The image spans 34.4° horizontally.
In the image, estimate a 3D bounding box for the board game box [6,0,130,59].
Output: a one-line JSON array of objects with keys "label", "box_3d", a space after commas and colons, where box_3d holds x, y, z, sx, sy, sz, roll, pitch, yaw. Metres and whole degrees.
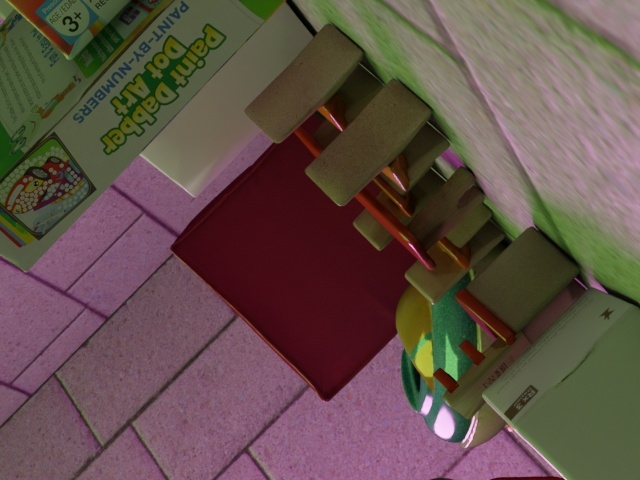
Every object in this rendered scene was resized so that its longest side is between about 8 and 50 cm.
[{"label": "board game box", "box_3d": [-0.196, -0.255, 0.552, 0.275, 0.142, 0.144, 44, -178, -33]}]

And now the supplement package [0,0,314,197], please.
[{"label": "supplement package", "box_3d": [-0.165, -0.211, 0.909, 0.293, 0.177, 0.175, 47, -177, 37]}]

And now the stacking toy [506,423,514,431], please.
[{"label": "stacking toy", "box_3d": [0.314, 0.227, 1.132, 0.279, 0.130, 0.309, 45, -178, 0]}]

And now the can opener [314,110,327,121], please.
[{"label": "can opener", "box_3d": [-0.018, -0.163, 0.991, 0.186, 0.073, 0.059, 42, 140, 41]}]

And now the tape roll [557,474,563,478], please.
[{"label": "tape roll", "box_3d": [0.423, 0.408, 1.361, 0.169, 0.246, 0.246, 45, -179, -22]}]

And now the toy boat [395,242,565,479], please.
[{"label": "toy boat", "box_3d": [0.133, 0.144, 0.995, 0.267, 0.148, 0.318, 88, 175, -48]}]

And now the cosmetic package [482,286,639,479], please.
[{"label": "cosmetic package", "box_3d": [0.236, 0.153, 0.721, 0.231, 0.117, 0.085, 46, 180, -10]}]

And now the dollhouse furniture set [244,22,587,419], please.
[{"label": "dollhouse furniture set", "box_3d": [0.069, -0.002, 0.816, 0.259, 0.135, 0.262, 46, -179, 28]}]

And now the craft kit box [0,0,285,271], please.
[{"label": "craft kit box", "box_3d": [-0.141, -0.130, 0.663, 0.061, 0.246, 0.250, 46, -178, -33]}]

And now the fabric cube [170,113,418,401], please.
[{"label": "fabric cube", "box_3d": [0.000, 0.000, 1.255, 0.254, 0.259, 0.258, 46, -179, -7]}]
